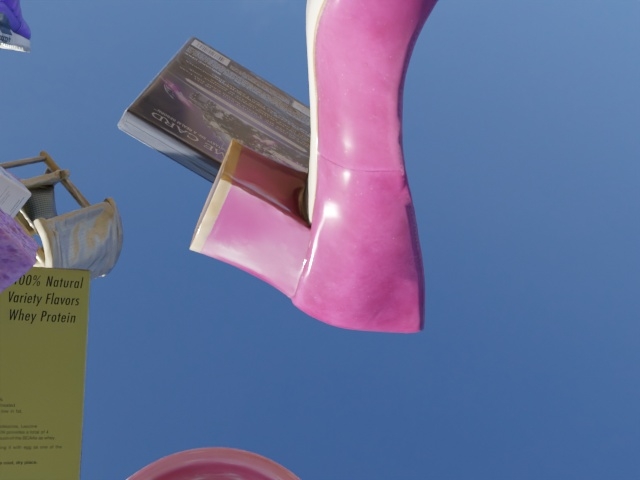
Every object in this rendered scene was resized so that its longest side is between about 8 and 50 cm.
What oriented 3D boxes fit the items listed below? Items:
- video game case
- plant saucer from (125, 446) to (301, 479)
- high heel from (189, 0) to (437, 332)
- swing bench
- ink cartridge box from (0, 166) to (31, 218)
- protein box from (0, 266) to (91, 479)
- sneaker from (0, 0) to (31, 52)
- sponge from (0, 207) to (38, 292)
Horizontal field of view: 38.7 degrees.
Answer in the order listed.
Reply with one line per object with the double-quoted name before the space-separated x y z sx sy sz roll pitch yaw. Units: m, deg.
"video game case" -0.081 -0.119 0.939 0.196 0.026 0.274 30 -154 -9
"plant saucer" -0.132 0.421 1.096 0.332 0.084 0.332 0 -114 -1
"high heel" 0.041 -0.059 0.358 0.117 0.244 0.082 23 -149 -11
"swing bench" -0.534 -0.030 1.757 0.254 0.165 0.253 33 -161 8
"ink cartridge box" -0.501 -0.095 1.325 0.135 0.056 0.099 39 177 -36
"protein box" -0.337 0.128 0.883 0.199 0.136 0.201 5 -100 -24
"sneaker" -0.497 -0.371 1.395 0.102 0.146 0.293 7 -172 -11
"sponge" -0.261 0.034 0.460 0.210 0.117 0.031 -40 -155 0
